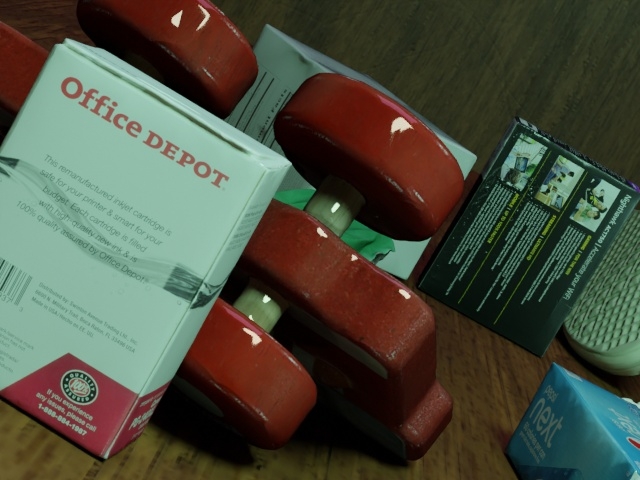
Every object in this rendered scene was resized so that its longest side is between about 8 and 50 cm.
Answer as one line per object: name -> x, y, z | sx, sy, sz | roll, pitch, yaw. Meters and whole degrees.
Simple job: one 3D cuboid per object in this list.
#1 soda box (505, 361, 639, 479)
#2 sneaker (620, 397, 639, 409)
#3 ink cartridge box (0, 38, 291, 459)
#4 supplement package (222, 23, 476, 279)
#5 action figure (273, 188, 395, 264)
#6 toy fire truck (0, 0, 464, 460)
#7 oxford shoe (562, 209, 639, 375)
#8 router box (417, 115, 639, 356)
soda box -> 0.176, 0.148, 1.128 | 0.067, 0.071, 0.210 | 27, 9, -10
sneaker -> 0.245, 0.168, 1.267 | 0.170, 0.068, 0.071 | 29, 14, -8
ink cartridge box -> -0.097, 0.002, 0.812 | 0.109, 0.150, 0.063 | 31, 9, 8
supplement package -> 0.012, -0.087, 1.720 | 0.139, 0.133, 0.244 | 24, 11, -30
action figure -> 0.000, 0.000, 1.424 | 0.137, 0.063, 0.232 | 30, 12, 17
toy fire truck -> -0.064, 0.003, 0.993 | 0.302, 0.169, 0.254 | 32, -16, 14
oxford shoe -> 0.331, 0.060, 1.901 | 0.130, 0.169, 0.449 | 49, 6, -8
router box -> 0.189, -0.003, 1.670 | 0.133, 0.179, 0.046 | 30, 11, -3
